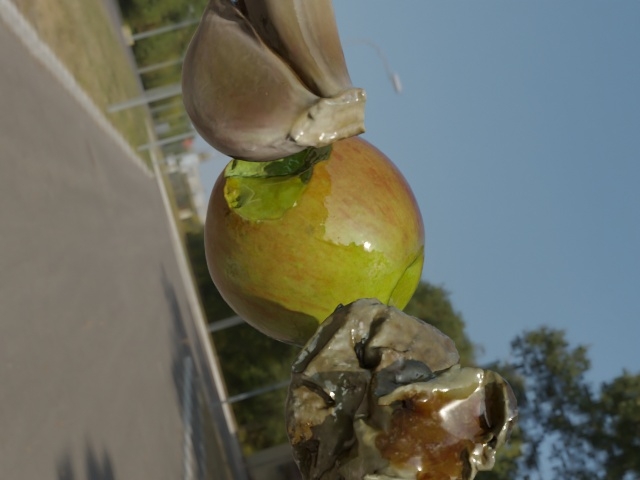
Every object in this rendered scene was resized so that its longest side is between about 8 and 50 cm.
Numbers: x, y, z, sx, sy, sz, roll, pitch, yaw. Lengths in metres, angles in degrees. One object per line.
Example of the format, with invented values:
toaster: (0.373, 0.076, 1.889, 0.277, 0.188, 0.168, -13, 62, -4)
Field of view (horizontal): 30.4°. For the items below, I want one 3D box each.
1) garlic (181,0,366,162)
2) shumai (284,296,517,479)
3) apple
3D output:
garlic: (-0.089, -0.271, 1.612, 0.246, 0.231, 0.340, 157, -83, -79)
shumai: (0.131, 0.241, 1.420, 0.262, 0.267, 0.314, 13, -48, 50)
apple: (0.000, 0.000, 1.784, 0.339, 0.339, 0.340, 164, -90, -85)
